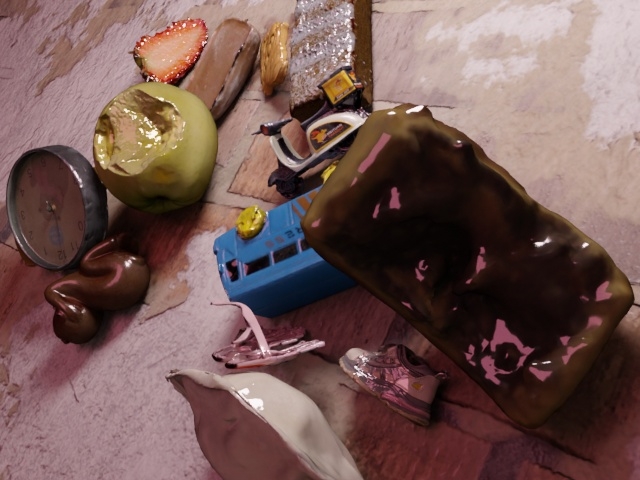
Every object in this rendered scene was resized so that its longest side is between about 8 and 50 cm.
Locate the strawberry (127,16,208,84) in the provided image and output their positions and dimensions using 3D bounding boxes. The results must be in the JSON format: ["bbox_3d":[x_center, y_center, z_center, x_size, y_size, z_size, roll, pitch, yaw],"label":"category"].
[{"bbox_3d":[-0.363,-0.456,2.063,0.208,0.087,0.167,-24,66,-7],"label":"strawberry"}]

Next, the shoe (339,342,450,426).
[{"bbox_3d":[0.108,0.193,1.214,0.180,0.089,0.092,32,86,44],"label":"shoe"}]

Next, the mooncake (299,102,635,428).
[{"bbox_3d":[0.176,0.019,1.051,0.246,0.394,0.393,-52,41,-2],"label":"mooncake"}]

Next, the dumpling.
[{"bbox_3d":[-0.097,0.277,1.204,0.181,0.260,0.341,-40,39,2],"label":"dumpling"}]

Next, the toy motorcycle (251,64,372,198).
[{"bbox_3d":[-0.015,-0.192,1.535,0.263,0.091,0.157,-33,89,26],"label":"toy motorcycle"}]

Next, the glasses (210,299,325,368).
[{"bbox_3d":[-0.088,0.148,1.335,0.255,0.162,0.095,-168,74,-71],"label":"glasses"}]

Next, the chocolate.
[{"bbox_3d":[-0.218,-0.377,1.873,0.161,0.083,0.261,36,98,48],"label":"chocolate"}]

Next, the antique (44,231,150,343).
[{"bbox_3d":[-0.465,0.116,1.729,0.257,0.121,0.143,-39,53,3],"label":"antique"}]

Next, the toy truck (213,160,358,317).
[{"bbox_3d":[0.000,0.000,1.387,0.385,0.161,0.162,-23,59,26],"label":"toy truck"}]

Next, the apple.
[{"bbox_3d":[-0.346,-0.189,1.735,0.279,0.279,0.279,-21,51,28],"label":"apple"}]

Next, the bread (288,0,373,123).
[{"bbox_3d":[0.021,-0.422,1.683,0.165,0.113,0.416,-22,52,30],"label":"bread"}]

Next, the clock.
[{"bbox_3d":[-0.575,-0.068,1.781,0.281,0.055,0.280,7,103,33],"label":"clock"}]

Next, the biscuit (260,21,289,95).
[{"bbox_3d":[-0.104,-0.398,1.777,0.250,0.035,0.162,-115,40,-64],"label":"biscuit"}]

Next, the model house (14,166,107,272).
[{"bbox_3d":[-0.580,-0.057,1.929,0.239,0.173,0.268,10,100,30],"label":"model house"}]
